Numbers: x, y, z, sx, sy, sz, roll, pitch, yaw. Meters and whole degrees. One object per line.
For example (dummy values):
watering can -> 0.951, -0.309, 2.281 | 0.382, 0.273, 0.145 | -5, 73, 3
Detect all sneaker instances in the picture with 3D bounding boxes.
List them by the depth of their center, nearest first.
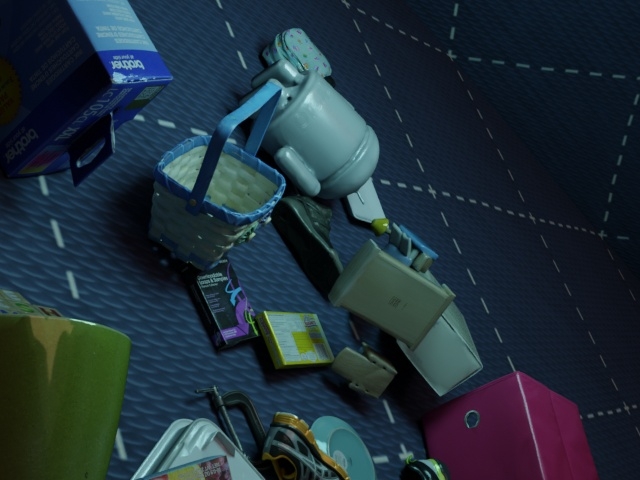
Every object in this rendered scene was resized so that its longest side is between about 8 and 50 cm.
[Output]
sneaker -> -0.027, 0.377, 1.523 | 0.215, 0.084, 0.083 | 53, 48, -23
sneaker -> 0.202, 0.520, 1.754 | 0.097, 0.084, 0.234 | 7, 50, -25
sneaker -> 0.000, 0.000, 1.938 | 0.227, 0.087, 0.130 | 54, 34, 7

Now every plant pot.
plant pot -> -0.345, 0.254, 1.010 | 0.275, 0.275, 0.293 | 18, 62, -49

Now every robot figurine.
robot figurine -> -0.011, -0.229, 2.036 | 0.353, 0.200, 0.299 | 43, 50, -23

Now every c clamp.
c clamp -> -0.134, 0.301, 1.497 | 0.160, 0.022, 0.137 | 62, 22, 10

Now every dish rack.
dish rack -> -0.127, 0.427, 1.328 | 0.333, 0.072, 0.285 | 50, 30, -9

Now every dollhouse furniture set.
dollhouse furniture set -> 0.077, 0.095, 1.859 | 0.198, 0.286, 0.303 | 32, 11, -23

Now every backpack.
backpack -> -0.053, -0.420, 2.258 | 0.182, 0.115, 0.152 | 52, 31, -2

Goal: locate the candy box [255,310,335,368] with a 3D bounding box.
candy box -> -0.043, 0.184, 1.719 | 0.206, 0.027, 0.105 | 13, 49, -63

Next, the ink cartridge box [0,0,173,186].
ink cartridge box -> -0.407, -0.278, 1.405 | 0.395, 0.270, 0.151 | 59, 30, 5

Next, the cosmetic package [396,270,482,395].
cosmetic package -> 0.240, 0.187, 1.994 | 0.160, 0.113, 0.309 | 52, 11, -10

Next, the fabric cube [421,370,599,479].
fabric cube -> 0.390, 0.461, 1.895 | 0.259, 0.254, 0.258 | 31, 39, -39

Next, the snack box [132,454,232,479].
snack box -> -0.180, 0.394, 1.172 | 0.175, 0.070, 0.207 | -11, 83, -33

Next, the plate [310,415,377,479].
plate -> 0.048, 0.399, 1.671 | 0.188, 0.024, 0.188 | 38, 34, -32

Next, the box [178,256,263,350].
box -> -0.172, 0.106, 1.627 | 0.116, 0.029, 0.162 | -8, 67, -59

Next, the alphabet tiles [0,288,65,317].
alphabet tiles -> -0.407, 0.093, 1.174 | 0.198, 0.009, 0.237 | 29, 7, 41

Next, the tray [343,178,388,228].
tray -> 0.076, -0.149, 2.267 | 0.145, 0.030, 0.270 | 16, 48, -49

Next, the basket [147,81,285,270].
basket -> -0.161, -0.115, 1.583 | 0.201, 0.288, 0.255 | 26, 32, 8
